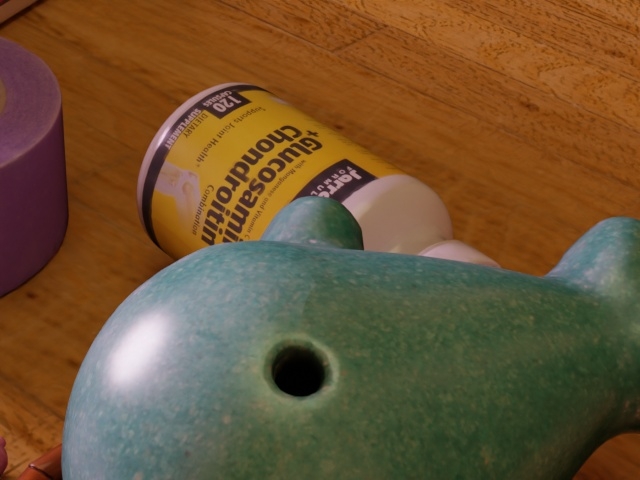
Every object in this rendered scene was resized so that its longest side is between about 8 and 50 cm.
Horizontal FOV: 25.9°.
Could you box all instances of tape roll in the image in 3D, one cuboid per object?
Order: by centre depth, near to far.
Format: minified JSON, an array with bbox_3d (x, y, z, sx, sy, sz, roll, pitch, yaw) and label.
[{"bbox_3d":[-0.233,-0.042,0.753,0.189,0.080,0.189,3,36,-2],"label":"tape roll"}]

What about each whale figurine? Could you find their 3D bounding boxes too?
[{"bbox_3d":[0.036,0.061,0.532,0.272,0.141,0.216,-18,63,-12],"label":"whale figurine"}]

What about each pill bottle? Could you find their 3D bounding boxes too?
[{"bbox_3d":[0.000,0.000,0.695,0.103,0.103,0.184,-27,45,-36],"label":"pill bottle"}]

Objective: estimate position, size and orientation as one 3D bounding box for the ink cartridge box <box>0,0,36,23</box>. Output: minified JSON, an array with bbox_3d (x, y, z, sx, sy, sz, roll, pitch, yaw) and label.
[{"bbox_3d":[-0.314,-0.179,0.957,0.175,0.069,0.371,18,40,20],"label":"ink cartridge box"}]

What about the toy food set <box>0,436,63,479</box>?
[{"bbox_3d":[-0.123,0.110,0.599,0.122,0.019,0.078,-7,37,-15],"label":"toy food set"}]
